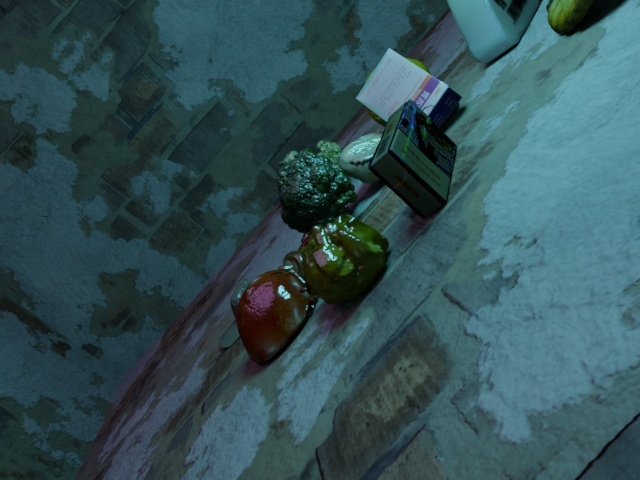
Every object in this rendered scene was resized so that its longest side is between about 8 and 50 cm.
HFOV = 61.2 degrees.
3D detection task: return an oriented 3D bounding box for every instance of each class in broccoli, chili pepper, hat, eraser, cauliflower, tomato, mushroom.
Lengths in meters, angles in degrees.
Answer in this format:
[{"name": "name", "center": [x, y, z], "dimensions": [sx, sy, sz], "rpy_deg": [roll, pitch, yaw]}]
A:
[{"name": "broccoli", "center": [-0.005, -0.158, 1.887], "dimensions": [0.283, 0.321, 0.303], "rpy_deg": [-8, -56, -44]}, {"name": "chili pepper", "center": [-0.038, -0.009, 2.111], "dimensions": [0.045, 0.027, 0.178], "rpy_deg": [17, 64, 48]}, {"name": "hat", "center": [-0.326, 0.272, 2.051], "dimensions": [0.245, 0.149, 0.214], "rpy_deg": [-38, 13, 2]}, {"name": "eraser", "center": [0.585, -0.759, 1.828], "dimensions": [0.331, 0.331, 0.150], "rpy_deg": [-56, 17, -27]}, {"name": "cauliflower", "center": [-0.007, -0.301, 2.291], "dimensions": [0.260, 0.281, 0.327], "rpy_deg": [-41, 5, 18]}, {"name": "tomato", "center": [-0.158, 0.199, 1.609], "dimensions": [0.309, 0.170, 0.309], "rpy_deg": [-45, 12, 13]}, {"name": "mushroom", "center": [-0.078, 0.094, 1.781], "dimensions": [0.109, 0.126, 0.085], "rpy_deg": [-22, -18, 17]}]

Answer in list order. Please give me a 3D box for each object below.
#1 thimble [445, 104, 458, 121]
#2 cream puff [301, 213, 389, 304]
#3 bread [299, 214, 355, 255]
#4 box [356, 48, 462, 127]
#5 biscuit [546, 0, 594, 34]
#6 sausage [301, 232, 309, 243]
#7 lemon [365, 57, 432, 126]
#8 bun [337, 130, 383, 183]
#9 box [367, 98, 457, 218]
[{"name": "thimble", "center": [0.408, -0.443, 1.817], "dimensions": [0.104, 0.066, 0.095], "rpy_deg": [-55, 17, -23]}, {"name": "cream puff", "center": [0.057, 0.045, 1.379], "dimensions": [0.244, 0.196, 0.244], "rpy_deg": [-21, 49, 26]}, {"name": "bread", "center": [-0.007, 0.029, 1.814], "dimensions": [0.077, 0.084, 0.367], "rpy_deg": [-4, -26, -47]}, {"name": "box", "center": [0.284, -0.472, 1.786], "dimensions": [0.200, 0.106, 0.299], "rpy_deg": [-55, 52, 18]}, {"name": "biscuit", "center": [0.687, -0.698, 1.417], "dimensions": [0.335, 0.078, 0.329], "rpy_deg": [85, -158, -86]}, {"name": "sausage", "center": [-0.032, -0.051, 2.195], "dimensions": [0.043, 0.043, 0.186], "rpy_deg": [-36, 19, 43]}, {"name": "lemon", "center": [0.297, -0.550, 2.032], "dimensions": [0.293, 0.293, 0.293], "rpy_deg": [-46, 14, 14]}, {"name": "bun", "center": [0.181, -0.286, 1.913], "dimensions": [0.239, 0.141, 0.239], "rpy_deg": [-16, 29, 9]}, {"name": "box", "center": [0.249, -0.221, 1.413], "dimensions": [0.084, 0.198, 0.310], "rpy_deg": [-39, 16, 38]}]
